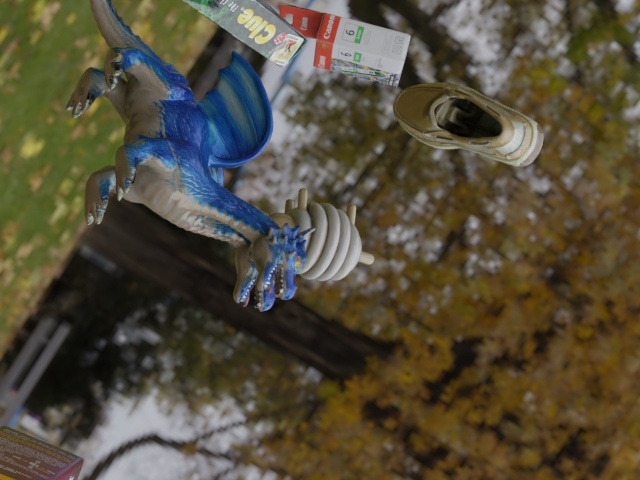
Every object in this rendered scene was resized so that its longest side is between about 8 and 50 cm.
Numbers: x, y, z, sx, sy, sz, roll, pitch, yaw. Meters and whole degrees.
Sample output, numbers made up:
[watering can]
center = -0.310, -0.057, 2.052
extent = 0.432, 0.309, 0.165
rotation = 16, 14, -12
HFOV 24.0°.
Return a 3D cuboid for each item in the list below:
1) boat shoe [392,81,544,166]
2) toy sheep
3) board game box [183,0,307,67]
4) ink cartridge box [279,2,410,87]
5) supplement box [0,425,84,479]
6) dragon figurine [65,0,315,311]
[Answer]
[boat shoe]
center = 0.132, -0.125, 1.489
extent = 0.190, 0.072, 0.068
rotation = 18, -89, 47
[toy sheep]
center = 0.000, 0.000, 1.582
extent = 0.091, 0.132, 0.091
rotation = -49, -147, 48
[board game box]
center = -0.125, -0.210, 0.946
extent = 0.030, 0.259, 0.136
rotation = -51, 149, 10
[ink cartridge box]
center = 0.017, -0.168, 1.299
extent = 0.063, 0.115, 0.029
rotation = 101, 3, -75
[supplement box]
center = -0.262, 0.223, 1.223
extent = 0.188, 0.081, 0.104
rotation = -17, 129, -88
[dragon figurine]
center = -0.092, -0.081, 1.053
extent = 0.085, 0.144, 0.289
rotation = -41, -125, 47
